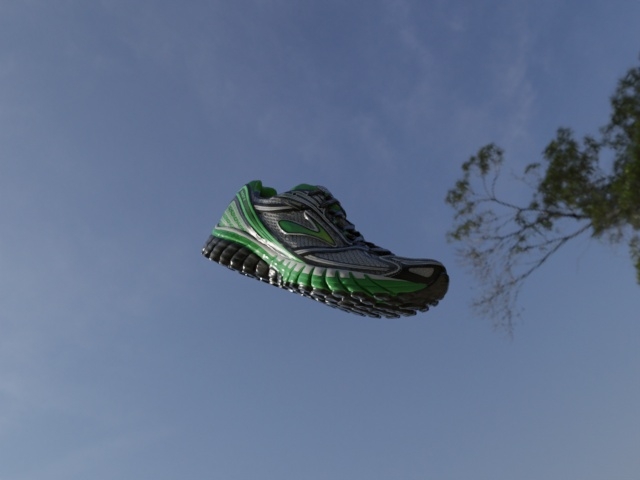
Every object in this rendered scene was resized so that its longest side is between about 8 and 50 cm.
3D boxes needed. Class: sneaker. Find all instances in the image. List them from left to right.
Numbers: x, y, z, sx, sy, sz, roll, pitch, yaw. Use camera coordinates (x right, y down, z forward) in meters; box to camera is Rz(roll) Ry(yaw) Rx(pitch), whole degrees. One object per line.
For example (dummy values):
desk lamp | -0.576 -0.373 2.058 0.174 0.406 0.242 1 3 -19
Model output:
sneaker | 0.000 0.000 0.754 0.134 0.343 0.146 32 -102 -57
